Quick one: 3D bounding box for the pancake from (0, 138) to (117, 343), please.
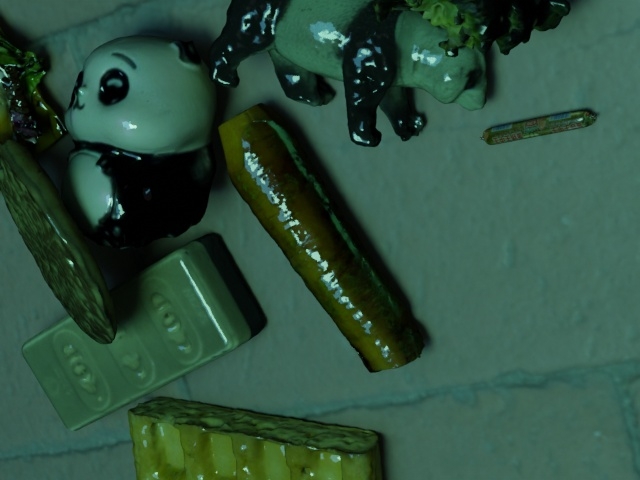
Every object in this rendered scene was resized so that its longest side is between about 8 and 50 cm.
[{"bbox_3d":[-0.239,0.001,1.279,0.235,0.029,0.212,22,139,64],"label":"pancake"}]

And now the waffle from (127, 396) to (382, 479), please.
[{"bbox_3d":[-0.059,0.245,1.371,0.274,0.057,0.168,4,110,29],"label":"waffle"}]

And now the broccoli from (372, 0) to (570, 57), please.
[{"bbox_3d":[0.059,-0.230,1.047,0.243,0.263,0.247,4,137,48],"label":"broccoli"}]

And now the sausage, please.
[{"bbox_3d":[0.171,-0.089,1.145,0.100,0.015,0.015,-9,103,32],"label":"sausage"}]

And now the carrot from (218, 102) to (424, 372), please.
[{"bbox_3d":[0.000,0.000,1.247,0.070,0.070,0.260,-34,91,34],"label":"carrot"}]

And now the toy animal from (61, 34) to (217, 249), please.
[{"bbox_3d":[-0.163,-0.089,1.262,0.166,0.138,0.179,14,108,51],"label":"toy animal"}]

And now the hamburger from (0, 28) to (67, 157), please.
[{"bbox_3d":[-0.335,-0.122,1.378,0.164,0.093,0.189,47,122,8],"label":"hamburger"}]

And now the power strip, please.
[{"bbox_3d":[-0.176,0.094,1.378,0.256,0.070,0.105,-29,90,35],"label":"power strip"}]

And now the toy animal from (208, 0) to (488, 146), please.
[{"bbox_3d":[0.028,-0.150,1.166,0.225,0.094,0.121,25,109,22],"label":"toy animal"}]
